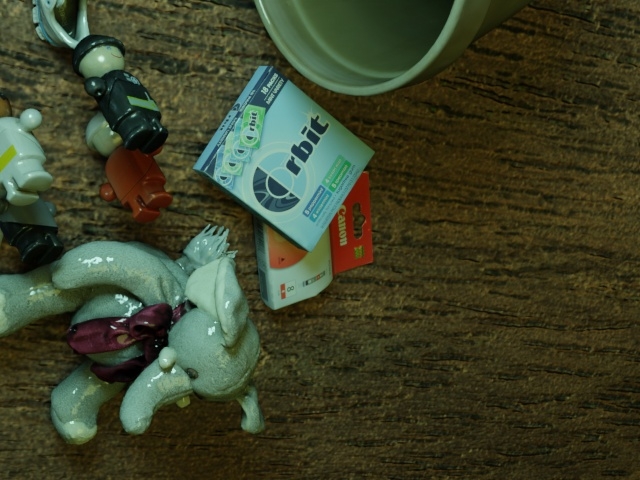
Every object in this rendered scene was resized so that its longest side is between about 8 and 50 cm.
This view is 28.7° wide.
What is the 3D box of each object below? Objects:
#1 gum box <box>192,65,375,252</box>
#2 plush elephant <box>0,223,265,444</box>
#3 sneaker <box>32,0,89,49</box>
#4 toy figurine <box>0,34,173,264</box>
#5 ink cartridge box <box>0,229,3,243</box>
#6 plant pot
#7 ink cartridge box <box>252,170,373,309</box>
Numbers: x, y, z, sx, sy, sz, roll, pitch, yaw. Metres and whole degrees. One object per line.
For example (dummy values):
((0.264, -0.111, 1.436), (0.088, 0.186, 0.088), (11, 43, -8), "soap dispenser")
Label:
((-0.043, -0.100, 1.560), (0.184, 0.041, 0.157), (37, 80, -29), "gum box")
((-0.185, 0.126, 1.460), (0.330, 0.255, 0.272), (-31, 130, -20), "plush elephant")
((-0.282, -0.290, 1.330), (0.071, 0.083, 0.191), (-26, 121, -19), "sneaker")
((-0.274, -0.098, 1.351), (0.209, 0.148, 0.213), (-25, 155, -16), "toy figurine")
((-0.461, 0.098, 1.360), (0.275, 0.060, 0.239), (-68, 169, 12), "ink cartridge box")
((0.122, -0.339, 1.422), (0.280, 0.323, 0.323), (-15, 120, -45), "plant pot")
((0.000, 0.000, 1.663), (0.179, 0.045, 0.145), (-17, 119, -23), "ink cartridge box")
